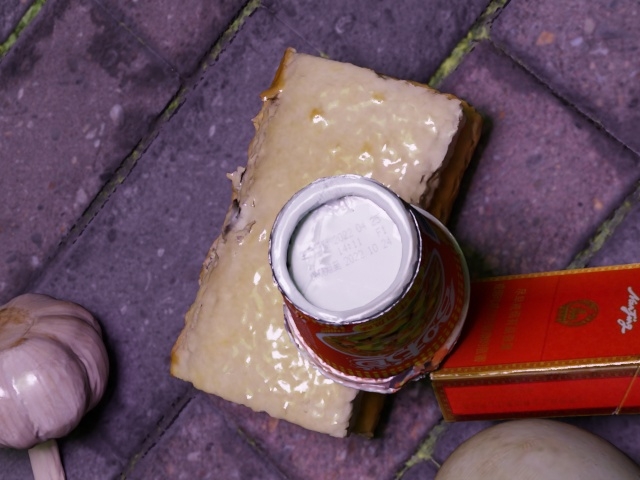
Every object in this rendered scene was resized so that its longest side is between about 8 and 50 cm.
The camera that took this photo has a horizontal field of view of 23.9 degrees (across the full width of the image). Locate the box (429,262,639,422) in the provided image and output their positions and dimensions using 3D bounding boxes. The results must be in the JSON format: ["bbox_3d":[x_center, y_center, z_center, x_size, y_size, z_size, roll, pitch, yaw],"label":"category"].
[{"bbox_3d":[0.239,0.097,1.457,0.240,0.153,0.074,-6,121,23],"label":"box"}]

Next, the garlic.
[{"bbox_3d":[-0.328,0.183,1.703,0.218,0.218,0.212,-3,119,24],"label":"garlic"}]

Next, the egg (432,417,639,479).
[{"bbox_3d":[0.229,0.295,1.380,0.295,0.218,0.218,41,97,20],"label":"egg"}]

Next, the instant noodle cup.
[{"bbox_3d":[0.036,0.031,1.359,0.193,0.212,0.193,-2,78,9],"label":"instant noodle cup"}]

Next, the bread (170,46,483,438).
[{"bbox_3d":[0.000,0.000,1.573,0.236,0.165,0.375,20,87,22],"label":"bread"}]
